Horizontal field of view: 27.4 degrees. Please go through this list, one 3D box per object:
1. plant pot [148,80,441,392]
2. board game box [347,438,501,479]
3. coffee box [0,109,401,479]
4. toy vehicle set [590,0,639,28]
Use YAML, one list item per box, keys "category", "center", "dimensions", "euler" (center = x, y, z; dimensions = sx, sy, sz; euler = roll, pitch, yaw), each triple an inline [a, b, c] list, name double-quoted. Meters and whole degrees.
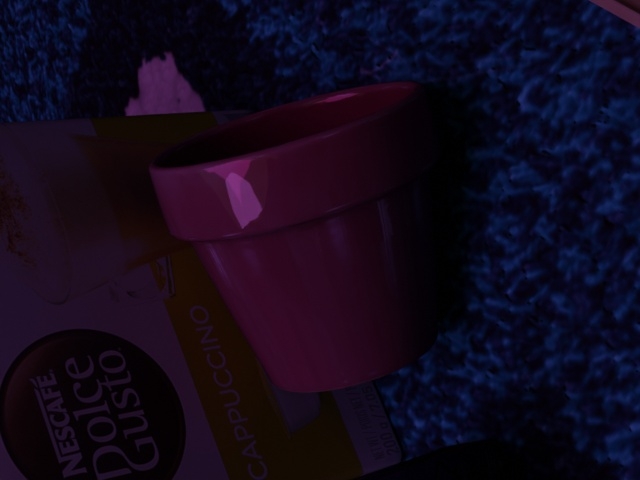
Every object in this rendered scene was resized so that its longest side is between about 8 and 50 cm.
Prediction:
- category: "plant pot"
  center: [0.000, 0.000, 0.934]
  dimensions: [0.201, 0.201, 0.180]
  euler: [2, 114, 52]
- category: "board game box"
  center: [0.092, 0.312, 0.835]
  dimensions: [0.056, 0.208, 0.347]
  euler: [-16, 83, 32]
- category: "coffee box"
  center: [-0.203, 0.130, 1.083]
  dimensions: [0.338, 0.334, 0.338]
  euler: [-47, 59, 45]
- category: "toy vehicle set"
  center: [0.162, -0.245, 0.795]
  dimensions: [0.267, 0.035, 0.166]
  euler: [43, 127, 41]
